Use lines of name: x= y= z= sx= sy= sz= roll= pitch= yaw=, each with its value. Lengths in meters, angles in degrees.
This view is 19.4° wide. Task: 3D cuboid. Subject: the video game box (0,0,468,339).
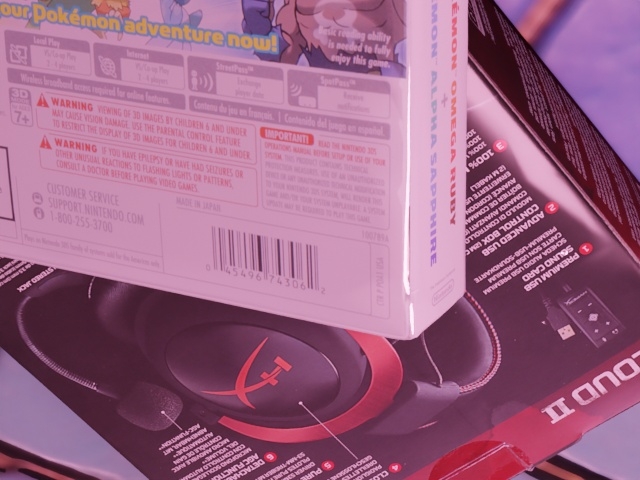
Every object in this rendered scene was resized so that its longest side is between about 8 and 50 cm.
video game box: x=-0.054 y=-0.079 z=0.568 sx=0.205 sy=0.048 sz=0.187 roll=11 pitch=116 yaw=26

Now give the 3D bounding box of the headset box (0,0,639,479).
headset box: x=0.000 y=0.000 z=0.751 sx=0.218 sy=0.110 sz=0.293 roll=-34 pitch=120 yaw=18
